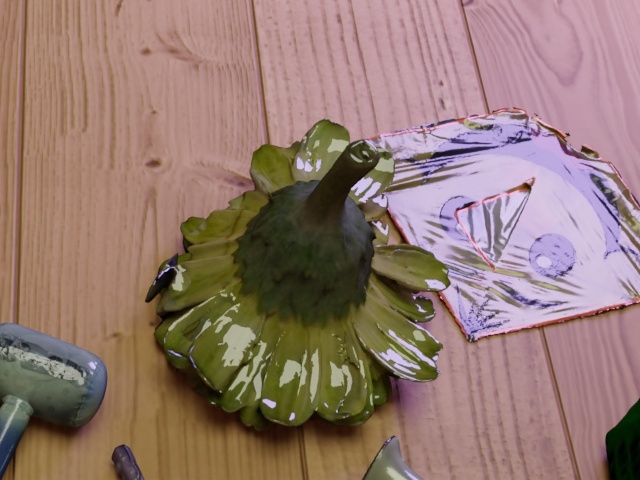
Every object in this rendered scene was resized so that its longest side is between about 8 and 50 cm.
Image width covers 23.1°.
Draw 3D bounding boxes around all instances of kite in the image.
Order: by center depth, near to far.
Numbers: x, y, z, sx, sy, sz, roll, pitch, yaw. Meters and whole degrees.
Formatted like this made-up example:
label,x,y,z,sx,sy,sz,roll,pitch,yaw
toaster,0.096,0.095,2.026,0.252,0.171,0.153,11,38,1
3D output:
label,x,y,z,sx,sy,sz,roll,pitch,yaw
kite,0.202,-0.013,1.591,0.377,0.013,0.327,25,48,6

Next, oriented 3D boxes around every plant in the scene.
label,x,y,z,sx,sy,sz,roll,pitch,yaw
plant,-0.036,0.019,1.391,0.261,0.297,0.306,-18,67,11

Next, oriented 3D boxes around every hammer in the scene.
label,x,y,z,sx,sy,sz,roll,pitch,yaw
hammer,-0.259,0.162,1.294,0.116,0.069,0.194,20,56,4

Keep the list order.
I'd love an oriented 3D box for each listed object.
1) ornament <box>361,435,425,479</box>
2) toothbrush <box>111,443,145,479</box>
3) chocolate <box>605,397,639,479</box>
label,x,y,z,sx,sy,sz,roll,pitch,yaw
ornament,0.107,0.236,1.308,0.156,0.081,0.075,31,92,18
toothbrush,-0.096,0.307,1.225,0.029,0.024,0.354,-19,57,-18
chocolate,0.374,0.223,1.212,0.161,0.341,0.360,15,46,-14
